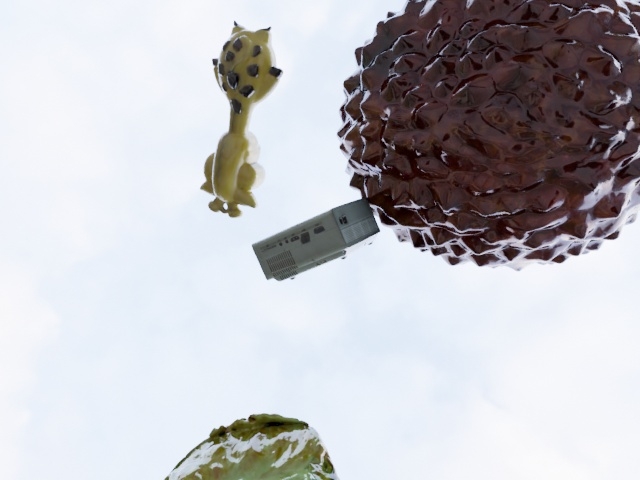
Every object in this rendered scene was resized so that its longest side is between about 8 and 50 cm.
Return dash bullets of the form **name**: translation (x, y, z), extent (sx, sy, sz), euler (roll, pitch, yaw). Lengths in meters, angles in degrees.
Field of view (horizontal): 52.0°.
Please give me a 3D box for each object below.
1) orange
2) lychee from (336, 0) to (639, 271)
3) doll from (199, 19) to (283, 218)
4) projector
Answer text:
- **orange**: translation (-0.086, 0.373, 0.831), extent (0.263, 0.334, 0.196), euler (-34, -78, 0)
- **lychee**: translation (0.268, -0.171, 0.877), extent (0.500, 0.424, 0.424), euler (-17, -98, -7)
- **doll**: translation (-0.120, -0.176, 0.986), extent (0.117, 0.086, 0.290), euler (18, -71, 26)
- **projector**: translation (0.000, 0.000, 0.801), extent (0.115, 0.147, 0.061), euler (-21, -90, 22)
